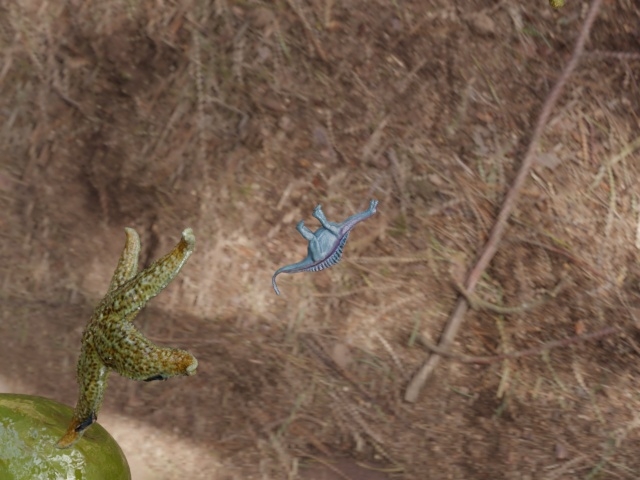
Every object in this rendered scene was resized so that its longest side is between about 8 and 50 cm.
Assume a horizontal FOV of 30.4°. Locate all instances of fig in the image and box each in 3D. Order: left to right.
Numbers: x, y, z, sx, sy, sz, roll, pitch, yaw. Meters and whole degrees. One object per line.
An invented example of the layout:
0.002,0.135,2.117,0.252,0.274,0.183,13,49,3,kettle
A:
-0.336,0.285,1.394,0.207,0.230,0.207,-17,29,10,fig

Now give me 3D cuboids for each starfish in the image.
-0.156,0.062,0.933,0.208,0.053,0.176,-40,36,33,starfish

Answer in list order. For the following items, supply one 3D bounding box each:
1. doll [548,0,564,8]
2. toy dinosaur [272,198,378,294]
0.253,-0.396,1.512,0.097,0.137,0.209,-28,57,15,doll
0.000,0.000,1.668,0.197,0.045,0.080,-41,99,6,toy dinosaur
